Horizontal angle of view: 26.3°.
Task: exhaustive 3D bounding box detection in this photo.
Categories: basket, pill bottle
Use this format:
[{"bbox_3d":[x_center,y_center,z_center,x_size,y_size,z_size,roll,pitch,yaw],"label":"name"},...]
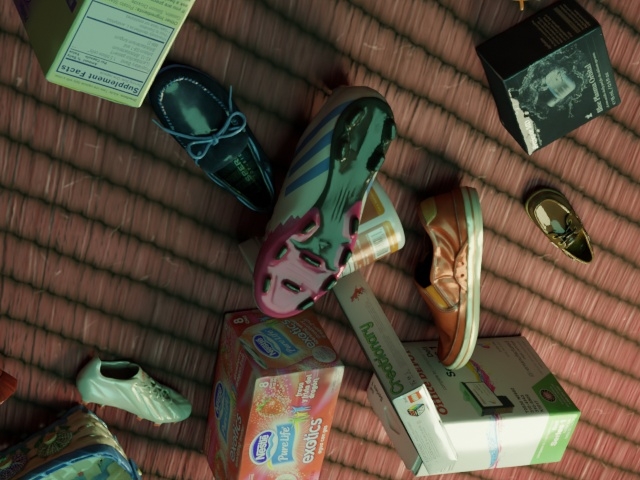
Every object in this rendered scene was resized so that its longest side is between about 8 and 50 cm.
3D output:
[{"bbox_3d":[-0.364,0.399,1.963,0.255,0.289,0.201,-32,134,-2],"label":"basket"},{"bbox_3d":[0.000,0.000,1.938,0.216,0.121,0.121,-25,134,-6],"label":"pill bottle"}]

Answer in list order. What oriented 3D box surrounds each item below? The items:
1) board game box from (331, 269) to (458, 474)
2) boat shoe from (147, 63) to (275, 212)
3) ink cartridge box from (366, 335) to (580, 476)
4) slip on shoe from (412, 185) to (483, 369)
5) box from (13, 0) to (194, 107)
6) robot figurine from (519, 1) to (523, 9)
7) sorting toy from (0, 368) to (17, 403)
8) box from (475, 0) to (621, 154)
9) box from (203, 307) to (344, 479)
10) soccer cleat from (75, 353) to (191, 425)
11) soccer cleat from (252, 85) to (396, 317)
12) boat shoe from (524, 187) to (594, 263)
[{"bbox_3d":[0.097,0.172,2.001,0.053,0.305,0.193,-27,133,-1],"label":"board game box"},{"bbox_3d":[-0.123,-0.132,1.787,0.109,0.089,0.258,-41,134,9],"label":"boat shoe"},{"bbox_3d":[0.244,0.264,2.224,0.278,0.201,0.117,-1,126,-26],"label":"ink cartridge box"},{"bbox_3d":[0.191,0.061,2.101,0.101,0.123,0.331,-5,128,-2],"label":"slip on shoe"},{"bbox_3d":[-0.223,-0.311,1.501,0.117,0.213,0.243,15,118,-35],"label":"box"},{"bbox_3d":[0.267,-0.399,1.740,0.158,0.128,0.219,-24,144,-54],"label":"robot figurine"},{"bbox_3d":[-0.602,0.233,1.860,0.366,0.127,0.126,-27,105,-1],"label":"sorting toy"},{"bbox_3d":[0.323,-0.231,1.932,0.158,0.093,0.156,-29,134,-1],"label":"box"},{"bbox_3d":[-0.078,0.260,2.093,0.142,0.154,0.299,-6,130,-23],"label":"box"},{"bbox_3d":[-0.267,0.221,2.025,0.196,0.068,0.076,19,113,-34],"label":"soccer cleat"},{"bbox_3d":[-0.001,-0.055,1.844,0.116,0.143,0.331,23,99,-25],"label":"soccer cleat"},{"bbox_3d":[0.384,-0.021,2.158,0.064,0.060,0.178,-41,133,8],"label":"boat shoe"}]
